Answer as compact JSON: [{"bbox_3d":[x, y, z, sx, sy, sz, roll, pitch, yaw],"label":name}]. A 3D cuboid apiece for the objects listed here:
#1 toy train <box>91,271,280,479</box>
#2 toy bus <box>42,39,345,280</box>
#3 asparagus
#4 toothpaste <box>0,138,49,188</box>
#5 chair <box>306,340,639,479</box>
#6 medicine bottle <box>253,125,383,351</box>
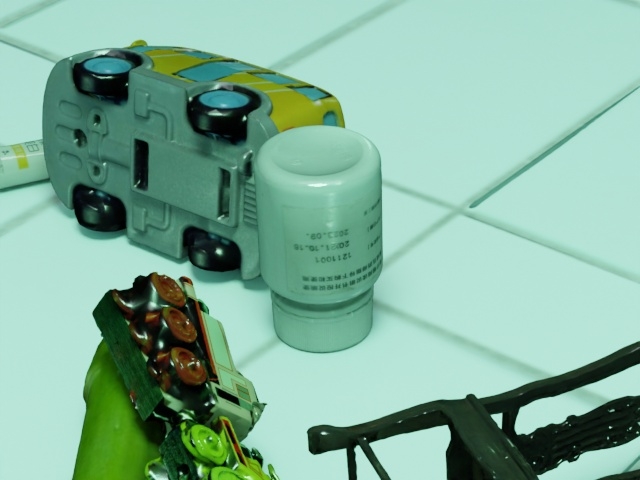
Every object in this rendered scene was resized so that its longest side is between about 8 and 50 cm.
[{"bbox_3d":[-0.061,0.112,1.036,0.085,0.053,0.250,26,28,-39],"label":"toy train"},{"bbox_3d":[-0.083,-0.067,1.322,0.209,0.126,0.136,19,30,31],"label":"toy bus"},{"bbox_3d":[-0.111,0.142,1.049,0.067,0.060,0.278,34,28,-16],"label":"asparagus"},{"bbox_3d":[-0.192,-0.064,1.409,0.190,0.031,0.048,-13,34,-22],"label":"toothpaste"},{"bbox_3d":[0.113,0.138,0.996,0.229,0.106,0.113,-13,33,-15],"label":"chair"},{"bbox_3d":[0.000,0.000,1.199,0.080,0.130,0.080,-2,33,1],"label":"medicine bottle"}]
